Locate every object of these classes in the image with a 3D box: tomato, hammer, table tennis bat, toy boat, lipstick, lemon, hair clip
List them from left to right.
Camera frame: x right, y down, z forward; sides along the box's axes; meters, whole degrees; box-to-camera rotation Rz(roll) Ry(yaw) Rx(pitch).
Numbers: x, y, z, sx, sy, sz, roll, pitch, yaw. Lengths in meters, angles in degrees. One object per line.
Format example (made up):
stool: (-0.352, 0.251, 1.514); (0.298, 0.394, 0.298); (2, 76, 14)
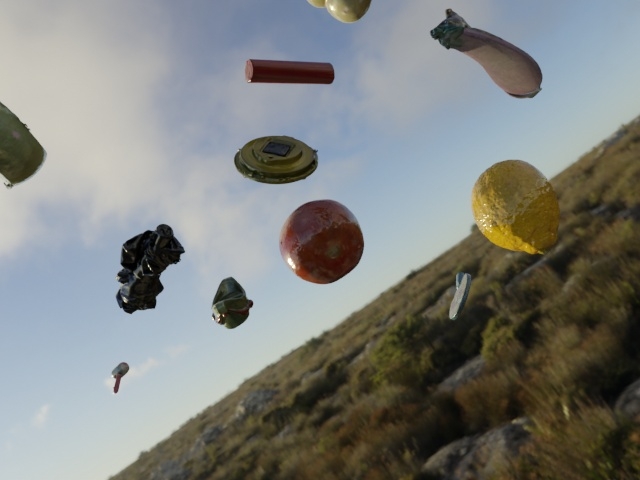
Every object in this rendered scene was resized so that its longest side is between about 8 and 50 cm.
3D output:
hammer: (-0.494, 0.340, 1.595); (0.052, 0.031, 0.083); (-43, 31, 30)
toy boat: (-0.182, 0.129, 1.314); (0.089, 0.071, 0.185); (-21, 14, 2)
lipstick: (-0.089, -0.507, 1.966); (0.280, 0.073, 0.073); (-6, -21, -28)
tomato: (0.000, 0.000, 1.593); (0.208, 0.208, 0.184); (-33, 27, -8)
table tennis bat: (0.301, 0.111, 1.402); (0.155, 0.019, 0.100); (-64, -8, -62)
hair clip: (0.434, -0.461, 1.631); (0.110, 0.359, 0.095); (-51, 25, 23)
lemon: (0.336, -0.055, 1.119); (0.142, 0.187, 0.142); (-20, -25, -10)

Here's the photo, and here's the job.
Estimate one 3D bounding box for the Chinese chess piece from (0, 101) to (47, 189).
Chinese chess piece: (-0.896, -0.293, 1.718); (0.146, 0.349, 0.349); (-50, -3, -16)

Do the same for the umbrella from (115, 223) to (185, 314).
umbrella: (-0.384, 0.059, 1.430); (0.272, 0.122, 0.110); (-52, 16, 44)

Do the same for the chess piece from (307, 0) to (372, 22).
chess piece: (-0.009, -0.647, 1.608); (0.167, 0.300, 0.167); (-54, -2, -3)

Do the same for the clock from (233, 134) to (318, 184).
clock: (-0.121, -0.235, 1.779); (0.237, 0.237, 0.057); (-29, -42, -36)
